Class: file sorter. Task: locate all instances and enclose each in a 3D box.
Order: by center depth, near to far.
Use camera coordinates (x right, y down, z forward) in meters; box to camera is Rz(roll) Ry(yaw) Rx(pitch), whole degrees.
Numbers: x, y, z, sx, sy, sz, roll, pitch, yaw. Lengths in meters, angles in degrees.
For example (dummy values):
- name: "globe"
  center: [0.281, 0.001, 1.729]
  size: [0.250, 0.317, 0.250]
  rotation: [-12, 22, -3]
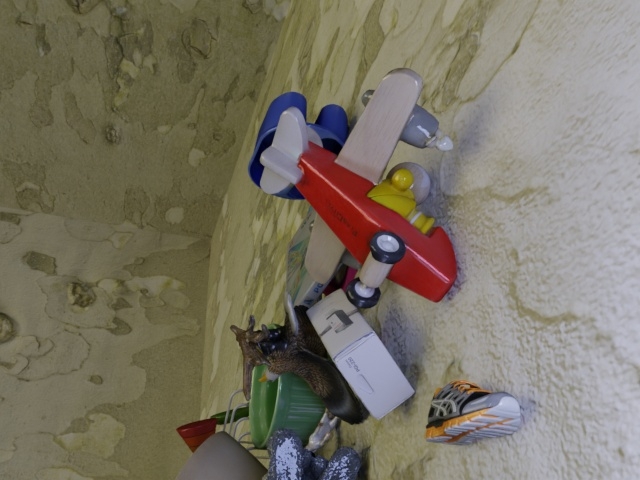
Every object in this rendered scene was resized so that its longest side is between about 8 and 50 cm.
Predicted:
- name: "file sorter"
  center: [-0.159, 0.557, 1.783]
  size: [0.277, 0.173, 0.193]
  rotation: [-122, 44, -65]

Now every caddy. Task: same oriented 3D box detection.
- name: "caddy"
  center: [-0.058, -0.233, 1.778]
  size: [0.341, 0.241, 0.179]
  rotation: [125, 156, -57]

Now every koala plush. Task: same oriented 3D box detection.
- name: "koala plush"
  center: [-0.043, 0.513, 1.367]
  size: [0.221, 0.196, 0.203]
  rotation: [118, 170, -70]

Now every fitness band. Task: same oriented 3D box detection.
- name: "fitness band"
  center: [0.049, 0.037, 1.602]
  size: [0.291, 0.054, 0.209]
  rotation: [-157, 75, -74]

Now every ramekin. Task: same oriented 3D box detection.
- name: "ramekin"
  center: [-0.071, 0.365, 1.636]
  size: [0.303, 0.148, 0.303]
  rotation: [-171, 90, -74]

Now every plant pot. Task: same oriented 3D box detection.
- name: "plant pot"
  center: [-0.174, 0.614, 1.494]
  size: [0.256, 0.274, 0.256]
  rotation: [-53, -22, -32]

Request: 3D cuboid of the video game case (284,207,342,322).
- name: "video game case"
  center: [0.000, 0.000, 1.544]
  size: [0.300, 0.036, 0.329]
  rotation: [-56, 19, 28]

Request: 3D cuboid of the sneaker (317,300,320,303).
- name: "sneaker"
  center: [0.030, 0.193, 1.550]
  size: [0.170, 0.068, 0.071]
  rotation: [-110, 21, -64]

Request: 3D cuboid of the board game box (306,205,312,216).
- name: "board game box"
  center: [-0.026, 0.028, 1.852]
  size: [0.160, 0.047, 0.210]
  rotation: [-103, 27, -54]

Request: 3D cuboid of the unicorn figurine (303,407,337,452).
- name: "unicorn figurine"
  center: [-0.004, 0.428, 1.462]
  size: [0.060, 0.162, 0.111]
  rotation: [45, 134, 20]

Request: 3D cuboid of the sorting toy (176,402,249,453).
- name: "sorting toy"
  center: [-0.275, 0.581, 1.989]
  size: [0.127, 0.365, 0.126]
  rotation: [-17, 82, 31]

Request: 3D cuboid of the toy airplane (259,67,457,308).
- name: "toy airplane"
  center: [0.076, -0.088, 1.188]
  size: [0.386, 0.272, 0.384]
  rotation: [1, 108, 52]

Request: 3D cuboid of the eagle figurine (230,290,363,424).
- name: "eagle figurine"
  center: [-0.041, 0.244, 1.369]
  size: [0.225, 0.298, 0.226]
  rotation: [-14, 61, 54]

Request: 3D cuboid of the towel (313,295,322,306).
- name: "towel"
  center: [-0.008, 0.178, 1.670]
  size: [0.148, 0.027, 0.110]
  rotation: [-75, -16, -89]

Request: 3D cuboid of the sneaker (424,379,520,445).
- name: "sneaker"
  center: [0.203, 0.233, 0.920]
  size: [0.215, 0.084, 0.083]
  rotation: [130, 151, -61]

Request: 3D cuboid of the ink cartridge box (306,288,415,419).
- name: "ink cartridge box"
  center: [0.069, 0.205, 1.228]
  size: [0.092, 0.158, 0.218]
  rotation: [-34, 21, 0]
